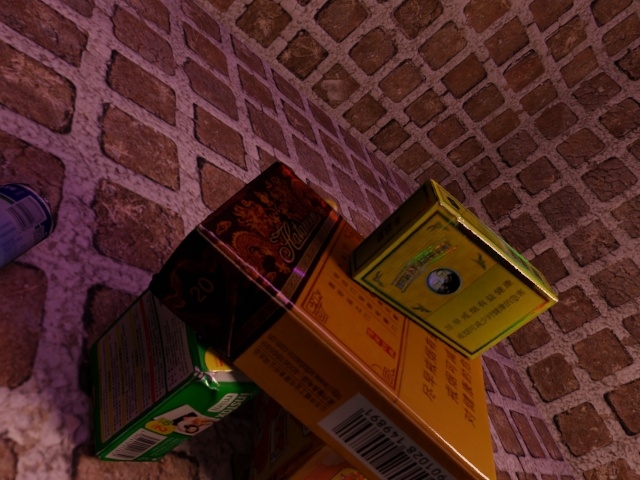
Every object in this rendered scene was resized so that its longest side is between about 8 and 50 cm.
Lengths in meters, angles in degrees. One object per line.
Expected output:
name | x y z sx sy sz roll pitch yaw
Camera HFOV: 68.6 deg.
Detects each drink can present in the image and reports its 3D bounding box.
drink can | -0.434 0.012 0.560 0.097 0.097 0.235 46 25 -15

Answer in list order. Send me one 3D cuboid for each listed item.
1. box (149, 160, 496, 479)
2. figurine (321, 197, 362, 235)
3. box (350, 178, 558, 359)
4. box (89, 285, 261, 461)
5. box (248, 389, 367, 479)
box | 0.026 0.100 0.592 0.415 0.116 0.264 42 28 -6
figurine | 0.002 0.008 1.267 0.228 0.215 0.215 59 8 -57
box | 0.163 0.044 0.582 0.220 0.141 0.064 37 27 -19
box | -0.192 0.159 0.601 0.103 0.250 0.180 23 36 -46
box | 0.019 0.279 0.769 0.213 0.260 0.284 20 34 -20
